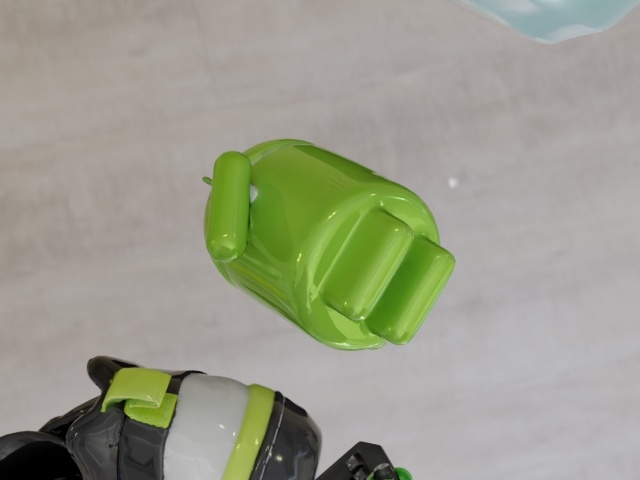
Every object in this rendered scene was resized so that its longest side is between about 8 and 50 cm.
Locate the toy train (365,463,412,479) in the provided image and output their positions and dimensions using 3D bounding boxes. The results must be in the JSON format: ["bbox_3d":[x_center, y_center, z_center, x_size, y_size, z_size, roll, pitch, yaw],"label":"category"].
[{"bbox_3d":[0.034,0.114,0.625,0.023,0.017,0.083,-26,94,23],"label":"toy train"}]

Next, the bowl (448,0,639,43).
[{"bbox_3d":[0.093,-0.222,1.048,0.311,0.311,0.163,22,105,-26],"label":"bowl"}]

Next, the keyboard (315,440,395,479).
[{"bbox_3d":[0.028,0.203,0.970,0.108,0.180,0.023,-46,142,20],"label":"keyboard"}]

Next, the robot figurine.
[{"bbox_3d":[0.000,0.000,0.716,0.101,0.115,0.067,29,90,-40],"label":"robot figurine"}]

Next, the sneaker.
[{"bbox_3d":[-0.081,0.095,0.676,0.097,0.084,0.235,25,144,-12],"label":"sneaker"}]
